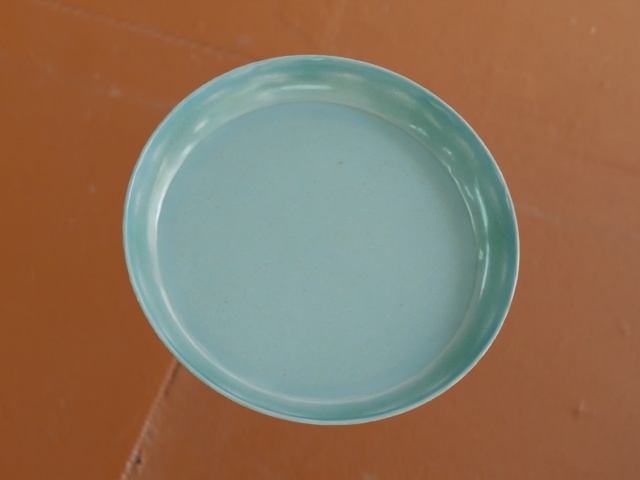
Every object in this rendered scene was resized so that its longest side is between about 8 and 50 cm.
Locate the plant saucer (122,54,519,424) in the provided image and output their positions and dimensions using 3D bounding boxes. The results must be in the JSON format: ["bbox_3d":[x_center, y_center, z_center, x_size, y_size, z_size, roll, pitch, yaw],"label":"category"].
[{"bbox_3d":[0.000,0.000,1.292,0.317,0.044,0.318,3,67,-8],"label":"plant saucer"}]
